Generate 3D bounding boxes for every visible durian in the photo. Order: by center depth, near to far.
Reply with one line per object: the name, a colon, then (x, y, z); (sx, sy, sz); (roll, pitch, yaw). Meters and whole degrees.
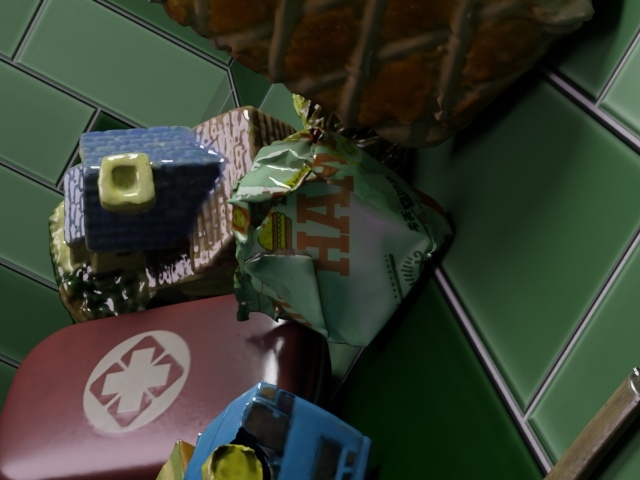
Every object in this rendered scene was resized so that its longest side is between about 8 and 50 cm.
durian: (0.015, -0.095, 1.798); (0.198, 0.163, 0.394); (-58, 20, 29)

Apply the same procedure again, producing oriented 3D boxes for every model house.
model house: (-0.157, -0.006, 1.782); (0.266, 0.321, 0.261); (111, 153, -66)

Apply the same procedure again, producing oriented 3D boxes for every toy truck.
toy truck: (-0.076, 0.322, 1.320); (0.161, 0.162, 0.385); (-45, 24, 52)

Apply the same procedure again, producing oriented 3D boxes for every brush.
brush: (0.143, 0.184, 1.038); (0.248, 0.036, 0.043); (-57, 19, 25)

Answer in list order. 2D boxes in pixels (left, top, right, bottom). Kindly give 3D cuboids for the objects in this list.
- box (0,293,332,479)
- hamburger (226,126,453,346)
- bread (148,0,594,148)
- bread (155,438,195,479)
box: (-0.178, 0.184, 1.651); (0.404, 0.108, 0.263); (-12, 46, 24)
hamburger: (-0.002, 0.003, 1.549); (0.235, 0.214, 0.125); (-54, 8, 33)
bread: (0.074, -0.315, 1.529); (0.390, 0.371, 0.279); (-38, 24, 53)
bread: (-0.091, 0.266, 1.508); (0.074, 0.139, 0.084); (-62, 21, 20)
